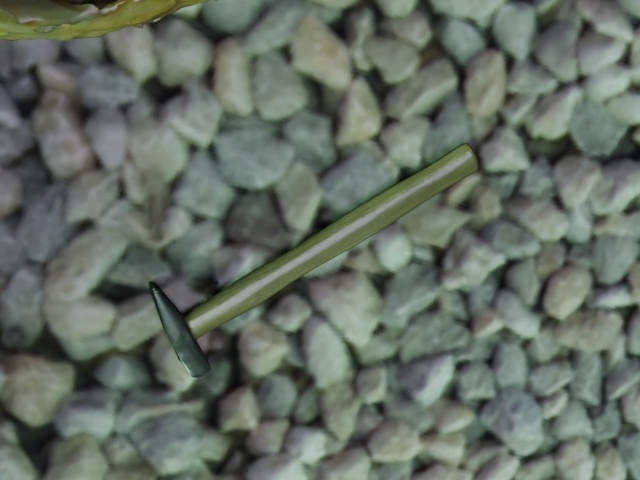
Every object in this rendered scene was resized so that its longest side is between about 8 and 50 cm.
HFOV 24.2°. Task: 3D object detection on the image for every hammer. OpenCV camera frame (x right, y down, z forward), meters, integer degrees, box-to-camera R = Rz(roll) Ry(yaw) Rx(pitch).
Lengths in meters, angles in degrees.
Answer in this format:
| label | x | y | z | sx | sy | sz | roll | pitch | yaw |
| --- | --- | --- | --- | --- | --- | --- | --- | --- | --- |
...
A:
| label | x | y | z | sx | sy | sz | roll | pitch | yaw |
| --- | --- | --- | --- | --- | --- | --- | --- | --- | --- |
| hammer | 0.000 | 0.000 | 0.815 | 0.199 | 0.013 | 0.062 | -32 | 121 | -8 |

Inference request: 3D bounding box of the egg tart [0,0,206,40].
| label | x | y | z | sx | sy | sz | roll | pitch | yaw |
| --- | --- | --- | --- | --- | --- | --- | --- | --- | --- |
| egg tart | -0.105 | -0.229 | 0.623 | 0.290 | 0.107 | 0.291 | -12 | 120 | -21 |
